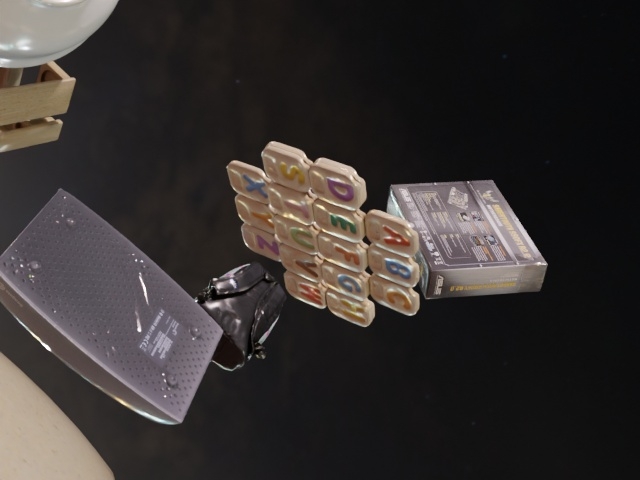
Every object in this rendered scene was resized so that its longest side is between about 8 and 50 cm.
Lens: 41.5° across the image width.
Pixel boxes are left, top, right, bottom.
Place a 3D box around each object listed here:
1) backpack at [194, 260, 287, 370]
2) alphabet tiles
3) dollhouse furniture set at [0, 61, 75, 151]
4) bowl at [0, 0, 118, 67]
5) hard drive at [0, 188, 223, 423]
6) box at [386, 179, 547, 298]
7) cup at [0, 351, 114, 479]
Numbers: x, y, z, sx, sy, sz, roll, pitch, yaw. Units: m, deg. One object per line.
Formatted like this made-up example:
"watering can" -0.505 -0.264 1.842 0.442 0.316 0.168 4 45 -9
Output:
"backpack" -0.141 0.115 1.410 0.115 0.182 0.152 -27 -77 35
"alphabet tiles" 0.000 0.000 1.094 0.278 0.021 0.284 21 -37 25
"dollhouse furniture set" -0.450 -0.198 1.165 0.151 0.123 0.144 42 -54 18
"bowl" -0.330 -0.342 0.963 0.134 0.298 0.298 17 -61 44
"hard drive" -0.233 0.078 0.932 0.054 0.172 0.254 -35 -70 31
"box" 0.219 -0.007 1.314 0.231 0.183 0.056 -109 -160 -51
"cup" -0.319 0.126 0.461 0.331 0.331 0.237 -19 -77 49
